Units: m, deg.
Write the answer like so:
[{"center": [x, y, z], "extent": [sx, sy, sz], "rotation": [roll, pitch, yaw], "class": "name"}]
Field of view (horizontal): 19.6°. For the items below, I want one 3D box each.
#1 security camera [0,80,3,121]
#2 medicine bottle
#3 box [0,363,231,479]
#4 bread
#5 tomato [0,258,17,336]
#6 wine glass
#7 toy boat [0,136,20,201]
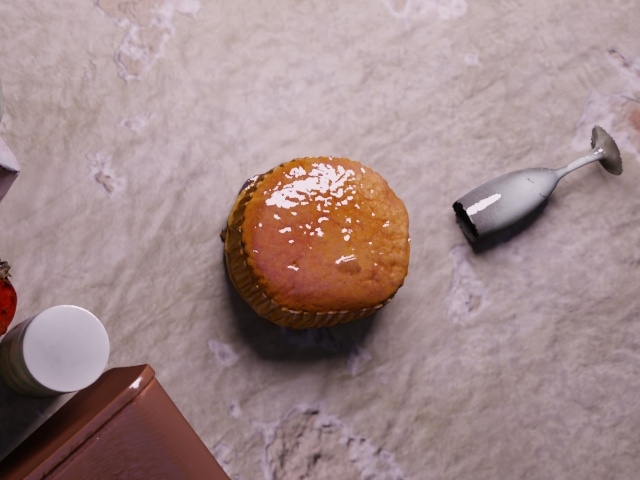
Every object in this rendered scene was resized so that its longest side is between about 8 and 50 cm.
[{"center": [-0.474, -0.142, 1.869], "extent": [0.302, 0.080, 0.157], "rotation": [-13, 103, -7], "class": "security camera"}, {"center": [-0.267, 0.113, 1.841], "extent": [0.086, 0.183, 0.086], "rotation": [2, 82, -17], "class": "medicine bottle"}, {"center": [-0.241, 0.316, 1.800], "extent": [0.339, 0.239, 0.229], "rotation": [-41, 99, -18], "class": "box"}, {"center": [0.000, 0.001, 1.979], "extent": [0.199, 0.104, 0.199], "rotation": [3, 81, -16], "class": "bread"}, {"center": [-0.385, 0.046, 1.851], "extent": [0.139, 0.159, 0.091], "rotation": [-41, 56, -12], "class": "tomato"}, {"center": [0.243, -0.060, 2.084], "extent": [0.198, 0.066, 0.066], "rotation": [-27, 92, -17], "class": "wine glass"}, {"center": [-0.447, -0.045, 1.828], "extent": [0.282, 0.096, 0.206], "rotation": [-32, 131, 13], "class": "toy boat"}]
